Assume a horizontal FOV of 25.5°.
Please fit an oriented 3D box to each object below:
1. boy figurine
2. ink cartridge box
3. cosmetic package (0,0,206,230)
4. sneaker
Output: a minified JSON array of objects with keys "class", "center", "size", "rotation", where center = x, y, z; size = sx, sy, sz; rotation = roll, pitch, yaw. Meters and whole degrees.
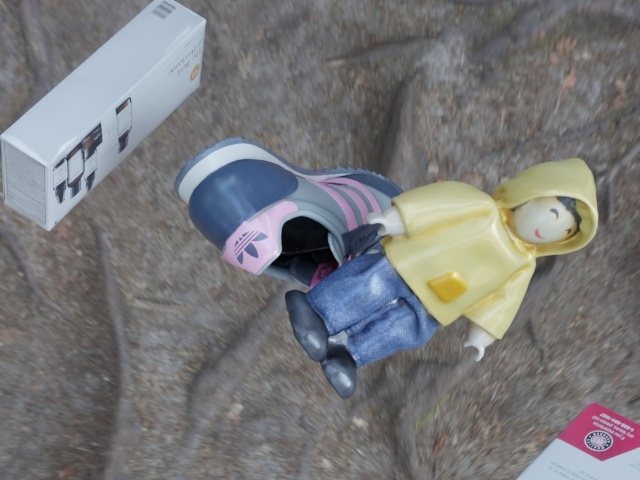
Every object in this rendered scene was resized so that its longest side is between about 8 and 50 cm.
[{"class":"boy figurine","center":[0.118,0.028,1.225],"size":[0.285,0.092,0.177],"rotation":[-29,116,7]},{"class":"ink cartridge box","center":[0.150,0.177,0.785],"size":[0.150,0.063,0.109],"rotation":[-42,40,-20]},{"class":"cosmetic package","center":[-0.200,-0.123,1.334],"size":[0.060,0.099,0.239],"rotation":[32,55,12]},{"class":"sneaker","center":[0.000,0.000,1.333],"size":[0.112,0.319,0.131],"rotation":[-47,59,25]}]
